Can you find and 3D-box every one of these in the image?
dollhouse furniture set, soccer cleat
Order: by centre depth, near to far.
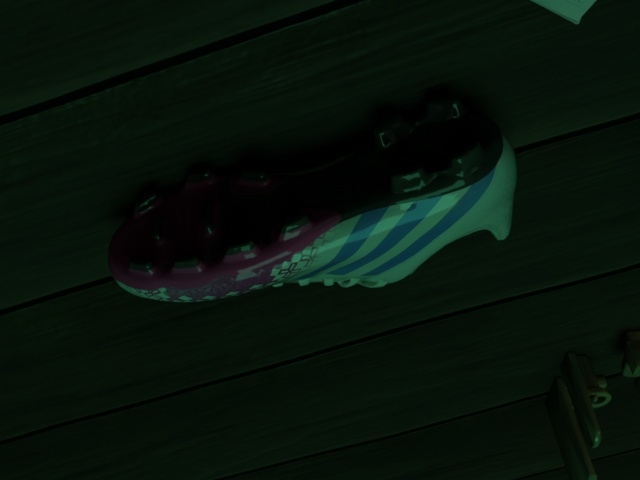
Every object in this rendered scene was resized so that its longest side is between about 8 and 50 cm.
[{"bbox_3d":[0.000,0.000,0.776,0.331,0.116,0.143,-17,138,8],"label":"soccer cleat"},{"bbox_3d":[0.347,0.185,1.043,0.151,0.123,0.144,-4,139,-6],"label":"dollhouse furniture set"}]

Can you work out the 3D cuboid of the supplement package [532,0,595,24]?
[{"bbox_3d":[0.096,-0.256,0.477,0.203,0.149,0.194,17,132,-27],"label":"supplement package"}]
